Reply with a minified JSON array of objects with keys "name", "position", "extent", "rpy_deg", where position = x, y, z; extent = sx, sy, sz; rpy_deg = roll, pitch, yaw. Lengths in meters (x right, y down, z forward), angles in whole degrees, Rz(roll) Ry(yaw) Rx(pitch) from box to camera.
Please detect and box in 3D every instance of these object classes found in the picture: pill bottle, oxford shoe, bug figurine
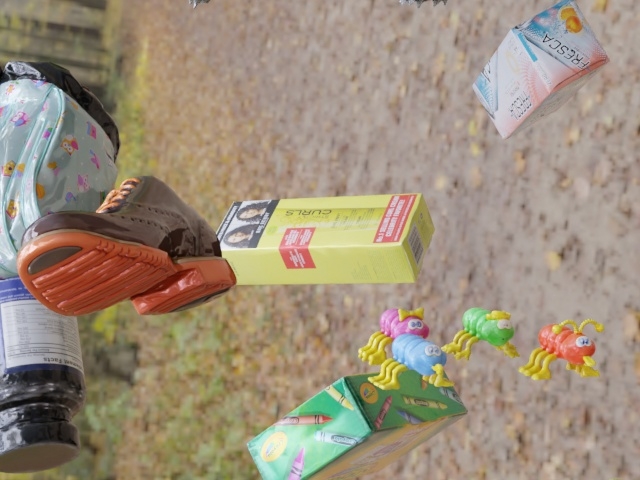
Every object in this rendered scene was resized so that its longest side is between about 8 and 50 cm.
[{"name":"pill bottle","position":[-0.317,0.130,1.264],"extent":[0.123,0.123,0.219],"rpy_deg":[118,143,-58]},{"name":"oxford shoe","position":[-0.158,0.000,0.923],"extent":[0.098,0.097,0.271],"rpy_deg":[69,-167,13]},{"name":"bug figurine","position":[0.170,0.114,1.340],"extent":[0.216,0.279,0.072],"rpy_deg":[-163,74,-65]}]

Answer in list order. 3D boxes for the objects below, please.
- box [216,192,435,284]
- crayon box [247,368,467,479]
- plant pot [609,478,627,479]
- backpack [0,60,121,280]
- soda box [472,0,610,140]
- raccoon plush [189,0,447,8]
[{"name":"box","position":[0.000,0.000,1.273],"extent":[0.087,0.232,0.058],"rpy_deg":[-64,-37,-41]},{"name":"crayon box","position":[0.054,0.239,1.506],"extent":[0.165,0.278,0.081],"rpy_deg":[-38,70,24]},{"name":"plant pot","position":[0.325,0.351,0.978],"extent":[0.227,0.207,0.228],"rpy_deg":[-32,-57,-68]},{"name":"backpack","position":[-0.249,-0.055,1.039],"extent":[0.152,0.115,0.182],"rpy_deg":[51,-139,-42]},{"name":"soda box","position":[0.180,-0.140,0.992],"extent":[0.063,0.058,0.183],"rpy_deg":[60,174,5]},{"name":"raccoon plush","position":[0.064,-0.316,0.941],"extent":[0.446,0.299,0.216],"rpy_deg":[-12,92,56]}]
